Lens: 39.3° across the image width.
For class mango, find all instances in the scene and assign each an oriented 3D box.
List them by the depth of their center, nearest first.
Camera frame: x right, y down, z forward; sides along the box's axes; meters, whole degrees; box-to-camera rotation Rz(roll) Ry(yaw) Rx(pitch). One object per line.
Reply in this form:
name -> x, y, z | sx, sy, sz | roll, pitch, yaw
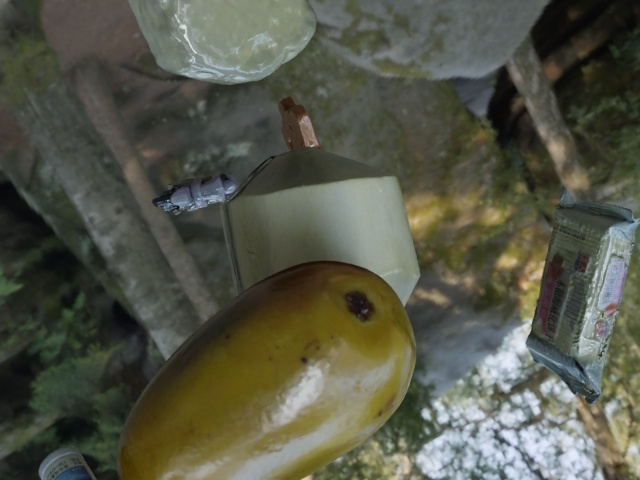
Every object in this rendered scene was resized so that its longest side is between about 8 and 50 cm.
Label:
mango -> -0.078, 0.206, 1.145 | 0.445, 0.232, 0.300 | -39, 157, 12

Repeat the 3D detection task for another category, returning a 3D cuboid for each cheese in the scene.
cheese -> -0.149, -0.397, 1.410 | 0.326, 0.318, 0.115 | 20, 171, -41

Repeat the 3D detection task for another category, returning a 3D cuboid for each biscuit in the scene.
biscuit -> 0.413, 0.083, 1.420 | 0.079, 0.309, 0.186 | 6, -166, -23
biscuit -> -0.020, -0.189, 2.088 | 0.043, 0.306, 0.284 | -23, -178, -9

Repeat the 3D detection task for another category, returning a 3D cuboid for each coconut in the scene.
coconut -> 0.000, 0.000, 1.379 | 0.323, 0.323, 0.323 | -28, -174, 3

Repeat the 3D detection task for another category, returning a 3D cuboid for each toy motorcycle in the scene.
toy motorcycle -> -0.260, -0.111, 2.025 | 0.225, 0.073, 0.152 | -18, -171, -42

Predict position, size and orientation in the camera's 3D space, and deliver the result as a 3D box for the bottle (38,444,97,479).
bottle -> -0.271, 0.341, 1.082 | 0.060, 0.060, 0.217 | -31, -130, -22
